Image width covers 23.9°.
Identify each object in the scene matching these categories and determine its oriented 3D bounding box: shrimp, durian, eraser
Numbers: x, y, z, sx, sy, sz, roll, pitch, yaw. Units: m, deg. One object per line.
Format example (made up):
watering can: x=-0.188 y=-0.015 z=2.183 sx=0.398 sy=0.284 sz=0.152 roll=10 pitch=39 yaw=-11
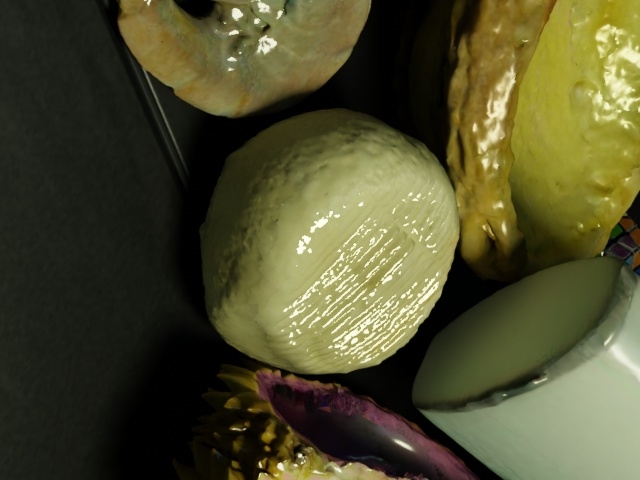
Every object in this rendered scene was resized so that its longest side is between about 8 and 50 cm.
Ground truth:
shrimp: x=-0.053 y=-0.160 z=0.789 sx=0.145 sy=0.059 sz=0.254 roll=-34 pitch=142 yaw=-5
durian: x=-0.006 y=0.171 z=0.932 sx=0.186 sy=0.154 sz=0.260 roll=-54 pitch=133 yaw=-8
eraser: x=0.218 y=0.143 z=0.985 sx=0.290 sy=0.189 sz=0.104 roll=40 pitch=49 yaw=-20

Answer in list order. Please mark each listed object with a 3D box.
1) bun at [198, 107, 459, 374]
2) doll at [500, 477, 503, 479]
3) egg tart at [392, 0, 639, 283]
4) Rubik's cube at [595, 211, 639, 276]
bun: x=0.000 y=0.000 z=0.901 sx=0.164 sy=0.111 sz=0.188 roll=-49 pitch=145 yaw=0
doll: x=0.249 y=0.220 z=1.217 sx=0.284 sy=0.216 sz=0.268 roll=0 pitch=118 yaw=-47
egg tart: x=0.140 y=-0.114 z=1.006 sx=0.294 sy=0.123 sz=0.294 roll=-30 pitch=130 yaw=-43
Rubik's cube: x=0.202 y=0.020 z=1.165 sx=0.111 sy=0.111 sz=0.093 roll=17 pitch=67 yaw=-53
